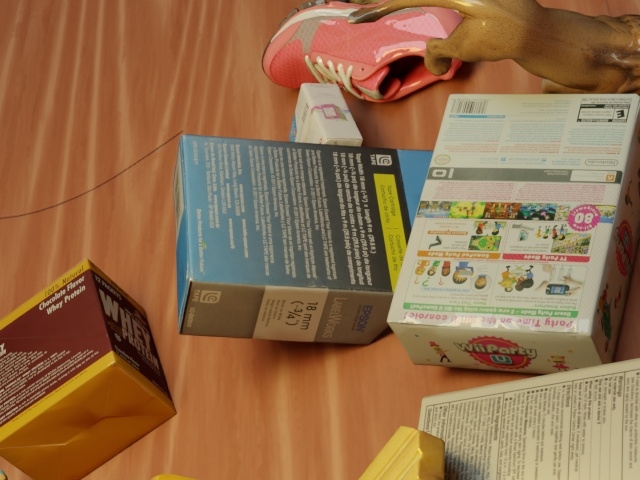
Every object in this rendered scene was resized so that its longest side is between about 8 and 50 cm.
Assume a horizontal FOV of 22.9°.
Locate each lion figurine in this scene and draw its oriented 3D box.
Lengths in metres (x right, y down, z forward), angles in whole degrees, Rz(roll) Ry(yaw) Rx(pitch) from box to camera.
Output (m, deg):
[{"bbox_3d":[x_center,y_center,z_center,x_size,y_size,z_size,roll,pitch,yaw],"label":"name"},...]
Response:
[{"bbox_3d":[0.251,-0.220,1.726,0.240,0.392,0.142,15,102,63],"label":"lion figurine"}]

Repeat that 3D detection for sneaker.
[{"bbox_3d":[0.050,-0.236,2.030,0.314,0.116,0.136,-11,51,30],"label":"sneaker"}]

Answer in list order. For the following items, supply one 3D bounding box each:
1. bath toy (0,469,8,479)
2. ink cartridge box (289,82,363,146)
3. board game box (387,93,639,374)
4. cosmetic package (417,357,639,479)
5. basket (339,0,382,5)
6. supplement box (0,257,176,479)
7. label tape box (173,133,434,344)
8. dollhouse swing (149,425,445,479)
[{"bbox_3d":[-0.361,0.425,1.788,0.348,0.151,0.129,-113,37,-44],"label":"bath toy"},{"bbox_3d":[0.006,-0.128,1.988,0.052,0.088,0.122,1,40,-18],"label":"ink cartridge box"},{"bbox_3d":[0.221,-0.012,1.696,0.224,0.097,0.303,3,57,26],"label":"board game box"},{"bbox_3d":[0.245,0.216,1.490,0.296,0.129,0.153,-13,48,30],"label":"cosmetic package"},{"bbox_3d":[0.025,-0.419,2.113,0.289,0.201,0.255,8,55,5],"label":"basket"},{"bbox_3d":[-0.308,0.167,1.957,0.191,0.129,0.194,-35,42,9],"label":"supplement box"},{"bbox_3d":[0.000,0.000,1.845,0.333,0.106,0.241,4,46,-11],"label":"label tape box"},{"bbox_3d":[-0.077,0.325,1.437,0.315,0.305,0.347,13,37,-4],"label":"dollhouse swing"}]
